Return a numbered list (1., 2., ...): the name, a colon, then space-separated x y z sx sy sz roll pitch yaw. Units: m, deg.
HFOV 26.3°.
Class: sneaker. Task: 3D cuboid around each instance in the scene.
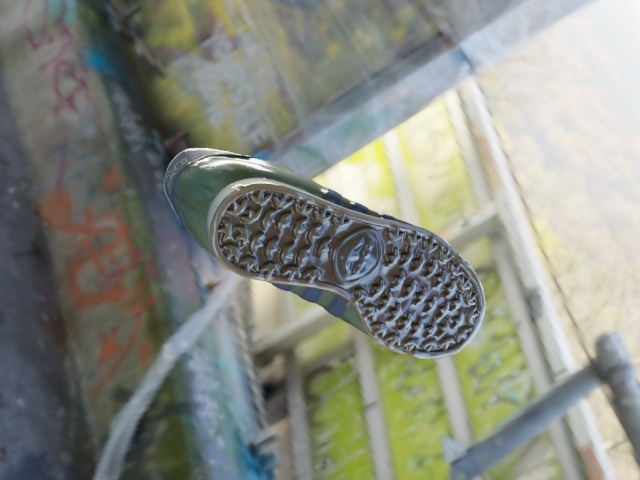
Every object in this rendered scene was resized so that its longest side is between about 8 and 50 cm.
1. sneaker: 0.000 0.000 0.706 0.192 0.064 0.086 25 7 -41
